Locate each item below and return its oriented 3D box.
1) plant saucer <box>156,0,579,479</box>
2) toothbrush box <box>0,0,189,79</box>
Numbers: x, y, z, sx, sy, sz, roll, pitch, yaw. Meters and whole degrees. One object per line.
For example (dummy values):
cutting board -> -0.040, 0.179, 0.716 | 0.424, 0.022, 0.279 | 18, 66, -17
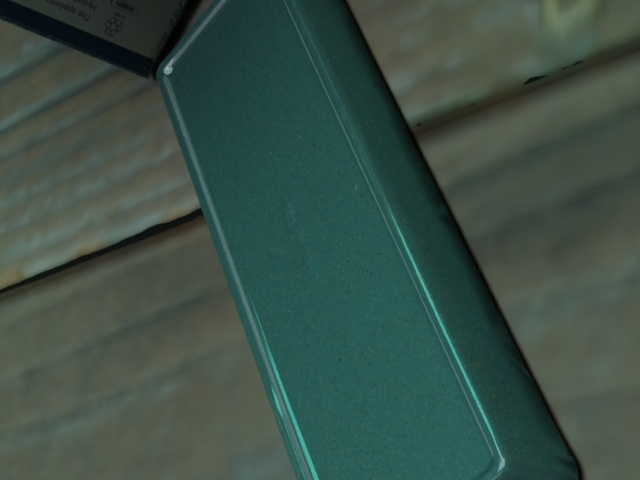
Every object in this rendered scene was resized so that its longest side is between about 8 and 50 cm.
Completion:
plant saucer -> 0.000, 0.000, 0.380 | 0.067, 0.018, 0.192 | -45, 46, 27
toothbrush box -> -0.169, -0.197, 0.489 | 0.126, 0.216, 0.295 | -58, 43, 14
